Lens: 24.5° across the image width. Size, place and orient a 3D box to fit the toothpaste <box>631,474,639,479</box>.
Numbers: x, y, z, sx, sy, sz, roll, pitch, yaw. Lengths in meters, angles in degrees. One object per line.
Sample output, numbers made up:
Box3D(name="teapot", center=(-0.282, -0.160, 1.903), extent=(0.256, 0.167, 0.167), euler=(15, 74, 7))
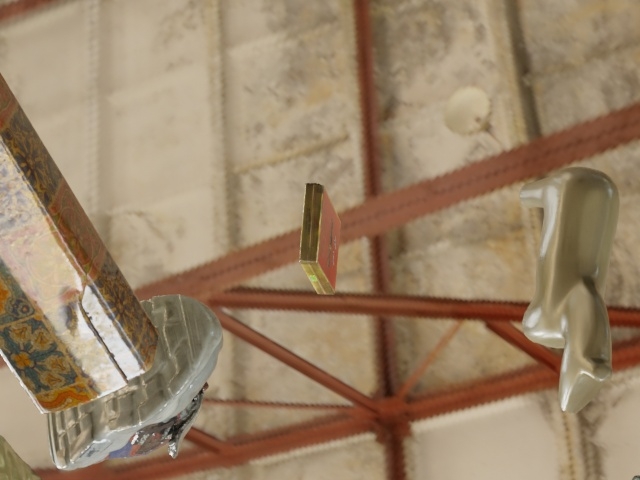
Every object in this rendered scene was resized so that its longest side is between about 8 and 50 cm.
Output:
Box3D(name="toothpaste", center=(0.241, 0.297, 1.243), extent=(0.031, 0.049, 0.204), euler=(15, -100, 53))

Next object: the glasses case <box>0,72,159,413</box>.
Box3D(name="glasses case", center=(-0.172, -0.006, 0.800), extent=(0.075, 0.218, 0.049), euler=(-19, -151, 15))

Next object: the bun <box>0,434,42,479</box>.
Box3D(name="bun", center=(-0.230, 0.194, 0.753), extent=(0.134, 0.220, 0.220), euler=(-33, -130, 34))

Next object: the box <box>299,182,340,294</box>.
Box3D(name="box", center=(0.000, 0.000, 1.646), extent=(0.023, 0.133, 0.090), euler=(3, -108, 11))

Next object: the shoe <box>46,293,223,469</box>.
Box3D(name="shoe", center=(-0.134, 0.130, 1.247), extent=(0.227, 0.125, 0.099), euler=(-36, -127, 38))

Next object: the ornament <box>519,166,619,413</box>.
Box3D(name="ornament", center=(0.232, 0.044, 1.377), extent=(0.245, 0.061, 0.230), euler=(159, -59, -80))
